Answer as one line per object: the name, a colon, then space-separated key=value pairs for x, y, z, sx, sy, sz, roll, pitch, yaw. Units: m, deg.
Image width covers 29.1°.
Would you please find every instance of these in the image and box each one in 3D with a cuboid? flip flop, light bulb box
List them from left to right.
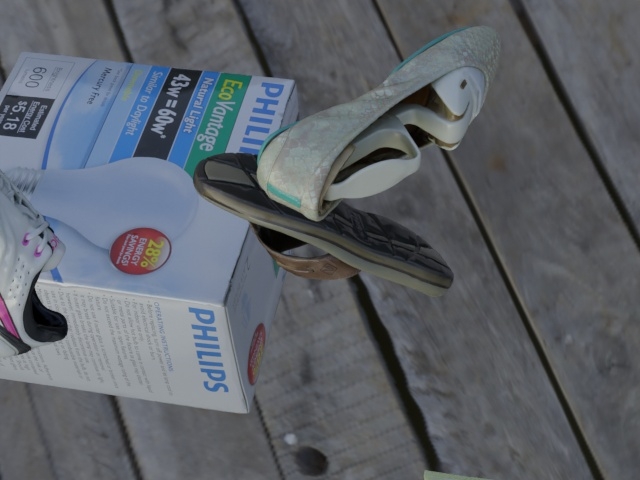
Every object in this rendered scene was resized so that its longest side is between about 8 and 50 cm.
light bulb box: x=-0.229 y=-0.016 z=1.484 sx=0.361 sy=0.225 sz=0.357 roll=7 pitch=51 yaw=9
flip flop: x=0.000 y=0.000 z=1.188 sx=0.277 sy=0.112 sz=0.080 roll=24 pitch=116 yaw=-22

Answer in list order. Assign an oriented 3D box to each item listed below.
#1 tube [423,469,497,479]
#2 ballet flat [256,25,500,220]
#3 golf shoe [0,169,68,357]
tube: x=0.136 y=0.316 z=1.181 sx=0.070 sy=0.240 sz=0.062 roll=42 pitch=123 yaw=-20
ballet flat: x=0.044 y=-0.056 z=0.630 sx=0.168 sy=0.057 sz=0.052 roll=-32 pitch=53 yaw=-25
golf shoe: x=-0.195 y=-0.012 z=0.731 sx=0.086 sy=0.186 sz=0.067 roll=-3 pitch=35 yaw=-5
